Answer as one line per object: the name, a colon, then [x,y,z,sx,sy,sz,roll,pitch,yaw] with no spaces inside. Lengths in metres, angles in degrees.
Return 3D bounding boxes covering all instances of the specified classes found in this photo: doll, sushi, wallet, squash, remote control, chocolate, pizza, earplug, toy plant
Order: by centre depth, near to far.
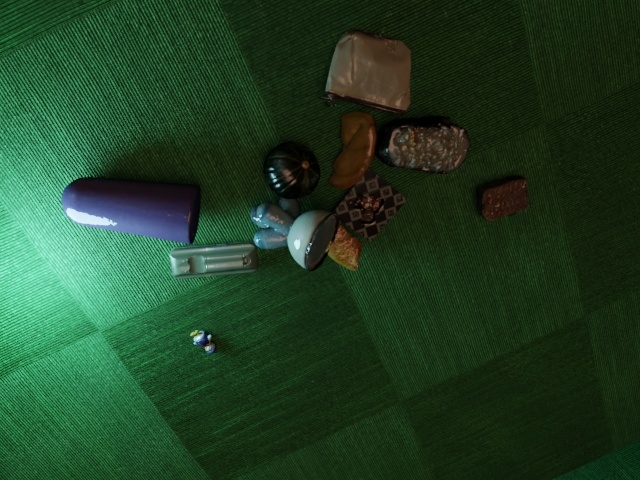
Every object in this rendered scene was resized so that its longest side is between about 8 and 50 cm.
earplug: [-0.662,-0.119,1.566,0.454,0.215,0.216,7,109,-8]
wallet: [0.177,-0.594,1.583,0.334,0.068,0.275,8,100,-13]
squash: [-0.103,-0.252,1.615,0.218,0.218,0.172,36,140,-20]
toy plant: [-0.123,-0.053,1.648,0.331,0.247,0.248,24,108,20]
sushi: [0.375,-0.362,1.663,0.349,0.171,0.211,-4,113,-10]
remote control: [-0.416,0.081,1.747,0.334,0.066,0.128,-5,113,-7]
pizza: [0.078,0.015,1.770,0.271,0.056,0.134,41,101,-16]
sushi: [0.191,-0.143,1.780,0.219,0.047,0.231,33,106,-24]
chocolate: [0.744,-0.176,1.836,0.213,0.093,0.149,-16,110,-5]
doll: [-0.485,0.429,1.871,0.098,0.058,0.143,-24,120,22]

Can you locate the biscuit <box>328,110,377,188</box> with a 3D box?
biscuit: [0.125,-0.331,1.664,0.154,0.045,0.300,20,111,23]

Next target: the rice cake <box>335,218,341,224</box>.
rice cake: [0.000,0.000,1.802,0.210,0.038,0.124,-24,112,-1]
